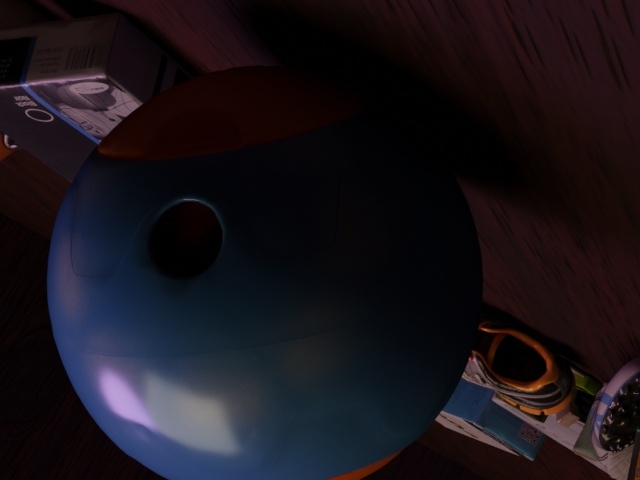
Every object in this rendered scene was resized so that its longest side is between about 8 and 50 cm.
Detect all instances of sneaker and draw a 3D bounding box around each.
[{"bbox_3d":[0.144,0.097,1.857,0.215,0.084,0.083,19,168,11],"label":"sneaker"},{"bbox_3d":[0.270,0.143,1.683,0.237,0.085,0.086,76,178,-66],"label":"sneaker"}]

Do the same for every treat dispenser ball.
[{"bbox_3d":[-0.036,0.029,1.284,0.288,0.288,0.288,30,172,4],"label":"treat dispenser ball"}]

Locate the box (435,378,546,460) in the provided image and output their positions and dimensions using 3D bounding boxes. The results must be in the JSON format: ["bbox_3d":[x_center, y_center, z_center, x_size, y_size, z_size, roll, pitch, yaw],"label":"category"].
[{"bbox_3d":[0.189,0.208,2.447,0.100,0.060,0.244,33,172,-22],"label":"box"}]

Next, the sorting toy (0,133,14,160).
[{"bbox_3d":[-0.415,-0.127,2.331,0.127,0.126,0.365,32,171,-17],"label":"sorting toy"}]

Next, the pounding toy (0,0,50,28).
[{"bbox_3d":[-0.292,-0.149,1.709,0.130,0.100,0.141,39,162,-22],"label":"pounding toy"}]

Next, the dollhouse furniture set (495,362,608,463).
[{"bbox_3d":[0.240,0.160,1.885,0.058,0.076,0.151,33,173,-27],"label":"dollhouse furniture set"}]

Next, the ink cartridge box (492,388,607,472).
[{"bbox_3d":[0.320,0.214,2.045,0.223,0.045,0.224,33,171,-20],"label":"ink cartridge box"}]

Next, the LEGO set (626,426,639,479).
[{"bbox_3d":[0.369,0.294,1.638,0.255,0.192,0.331,10,164,15],"label":"LEGO set"}]

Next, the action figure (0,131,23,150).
[{"bbox_3d":[-0.336,-0.138,1.840,0.275,0.164,0.141,26,130,-12],"label":"action figure"}]

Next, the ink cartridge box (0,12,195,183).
[{"bbox_3d":[-0.144,-0.080,1.643,0.165,0.065,0.332,-4,155,32],"label":"ink cartridge box"}]
